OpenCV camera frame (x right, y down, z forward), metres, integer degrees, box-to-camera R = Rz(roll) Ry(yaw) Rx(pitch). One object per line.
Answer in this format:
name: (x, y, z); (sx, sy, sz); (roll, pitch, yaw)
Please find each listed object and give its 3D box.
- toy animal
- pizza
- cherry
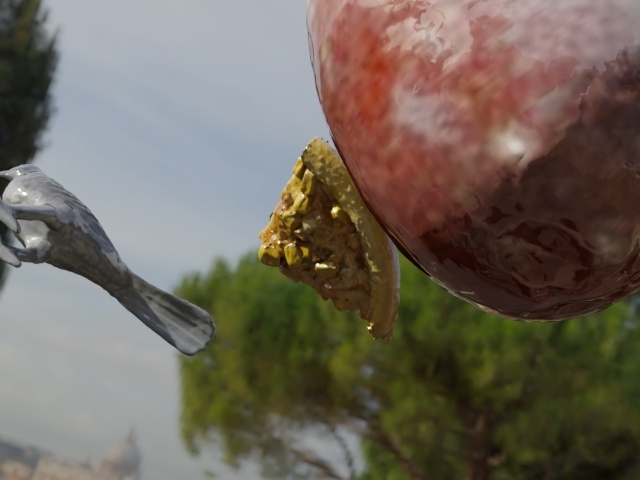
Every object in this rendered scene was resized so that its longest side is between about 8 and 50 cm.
toy animal: (-0.285, -0.007, 1.845); (0.367, 0.081, 0.205); (40, 15, 34)
pizza: (0.000, 0.000, 1.350); (0.131, 0.041, 0.178); (6, -60, 31)
cherry: (0.158, -0.114, 1.172); (0.326, 0.335, 0.291); (-12, -35, -33)
